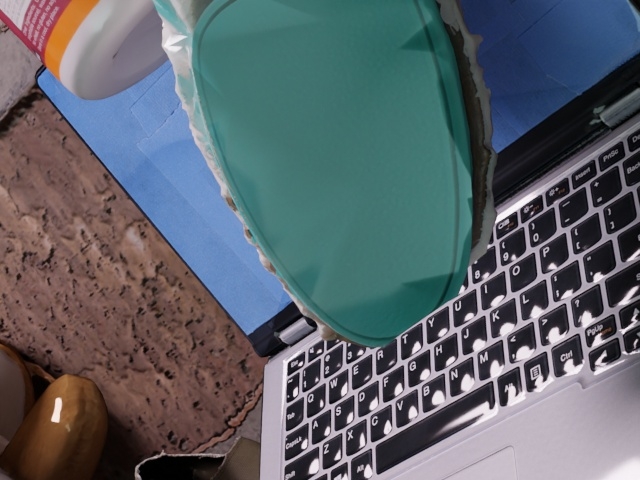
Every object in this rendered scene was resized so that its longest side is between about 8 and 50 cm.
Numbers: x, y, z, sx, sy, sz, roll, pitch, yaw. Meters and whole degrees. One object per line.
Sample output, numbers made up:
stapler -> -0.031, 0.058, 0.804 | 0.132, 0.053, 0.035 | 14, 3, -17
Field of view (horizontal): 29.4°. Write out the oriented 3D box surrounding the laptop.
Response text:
laptop -> 0.000, 0.000, 0.690 | 0.236, 0.408, 0.382 | 26, 136, -29

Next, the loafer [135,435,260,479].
loafer -> -0.050, 0.199, 0.910 | 0.251, 0.094, 0.087 | -10, 115, 33

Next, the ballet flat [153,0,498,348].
ballet flat -> -0.019, -0.152, 0.586 | 0.147, 0.147, 0.408 | -14, 107, 34

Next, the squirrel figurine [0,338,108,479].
squirrel figurine -> -0.302, 0.250, 0.905 | 0.281, 0.370, 0.397 | 14, 99, -22

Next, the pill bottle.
pill bottle -> -0.164, -0.195, 0.684 | 0.221, 0.121, 0.121 | 46, 129, 5
